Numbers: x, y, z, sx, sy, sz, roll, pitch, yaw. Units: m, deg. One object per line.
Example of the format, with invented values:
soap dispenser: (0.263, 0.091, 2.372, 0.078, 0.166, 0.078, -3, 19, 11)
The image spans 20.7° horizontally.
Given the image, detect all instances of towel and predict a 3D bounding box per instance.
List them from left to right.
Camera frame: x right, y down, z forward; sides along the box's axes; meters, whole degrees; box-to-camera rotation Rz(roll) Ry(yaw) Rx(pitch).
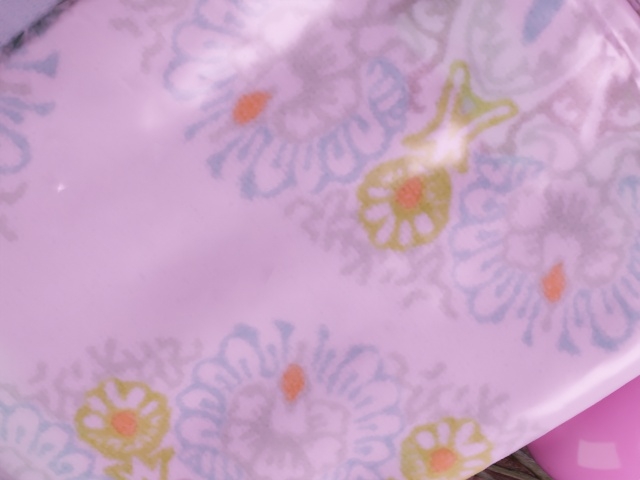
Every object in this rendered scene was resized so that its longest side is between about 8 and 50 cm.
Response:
towel: (-0.017, -0.017, 0.740, 0.320, 0.374, 0.090, 51, -165, -24)

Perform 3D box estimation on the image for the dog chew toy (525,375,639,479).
dog chew toy: (0.093, 0.007, 0.949, 0.332, 0.206, 0.206, 43, 167, 1)
